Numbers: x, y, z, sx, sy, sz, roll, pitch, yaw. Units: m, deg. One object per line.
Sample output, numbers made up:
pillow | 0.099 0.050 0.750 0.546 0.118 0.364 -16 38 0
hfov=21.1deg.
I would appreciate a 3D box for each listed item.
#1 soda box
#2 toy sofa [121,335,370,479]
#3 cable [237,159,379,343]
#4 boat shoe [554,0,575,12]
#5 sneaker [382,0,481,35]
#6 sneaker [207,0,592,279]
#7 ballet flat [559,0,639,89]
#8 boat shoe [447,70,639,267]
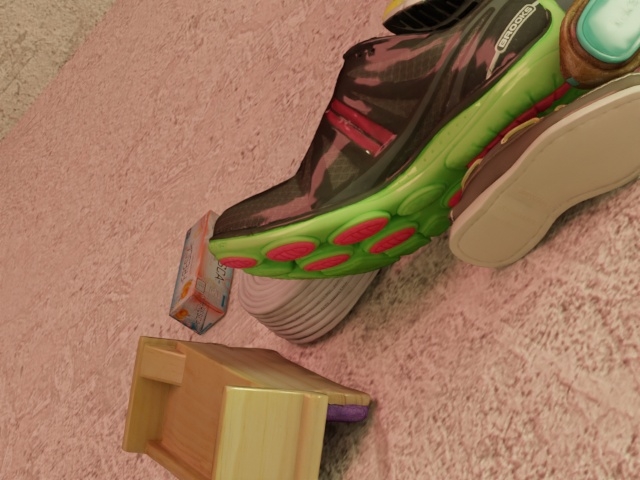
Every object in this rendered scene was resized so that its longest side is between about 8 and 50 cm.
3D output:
soda box | -0.162 0.044 2.424 0.063 0.058 0.183 -40 26 33
toy sofa | -0.091 0.215 1.969 0.362 0.177 0.150 -164 83 -67
cable | 0.000 0.000 2.112 0.257 0.089 0.257 -51 23 12
boat shoe | 0.239 -0.250 1.955 0.306 0.113 0.105 -62 0 19
sneaker | 0.151 -0.297 1.905 0.208 0.081 0.094 -30 52 34
sneaker | 0.079 -0.113 1.897 0.483 0.185 0.202 -33 62 17
ballet flat | 0.348 -0.276 1.748 0.342 0.116 0.124 -52 -3 -19
boat shoe | 0.238 -0.085 1.722 0.305 0.109 0.091 -41 31 41
